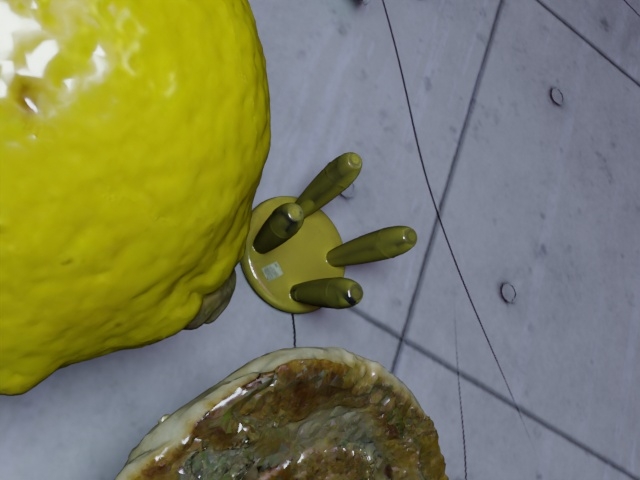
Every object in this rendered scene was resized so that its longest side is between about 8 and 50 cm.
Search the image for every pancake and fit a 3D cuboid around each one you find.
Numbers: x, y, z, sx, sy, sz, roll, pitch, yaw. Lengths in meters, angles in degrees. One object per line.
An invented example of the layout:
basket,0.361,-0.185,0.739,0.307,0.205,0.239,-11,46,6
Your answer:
pancake,-0.035,0.248,0.682,0.356,0.065,0.356,-9,106,-33

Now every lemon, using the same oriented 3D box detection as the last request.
lemon,-0.200,-0.083,0.577,0.387,0.350,0.350,38,58,-13

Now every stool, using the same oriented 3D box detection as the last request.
stool,0.000,0.000,0.820,0.134,0.110,0.135,12,70,-31

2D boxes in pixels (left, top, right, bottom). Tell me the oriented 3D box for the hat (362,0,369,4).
hat,0.025,-0.350,0.926,0.126,0.203,0.203,18,64,-7
